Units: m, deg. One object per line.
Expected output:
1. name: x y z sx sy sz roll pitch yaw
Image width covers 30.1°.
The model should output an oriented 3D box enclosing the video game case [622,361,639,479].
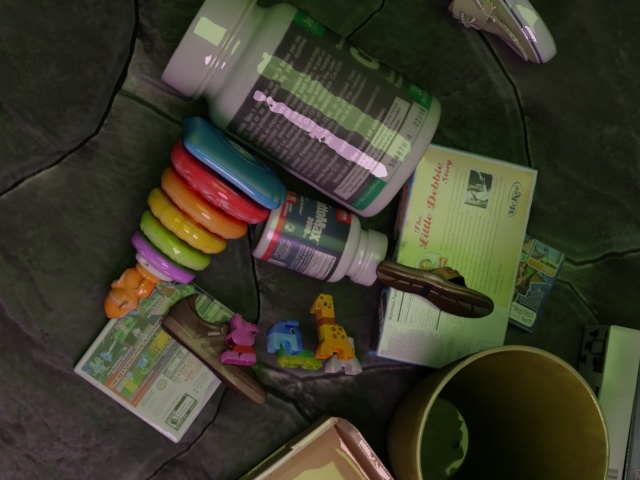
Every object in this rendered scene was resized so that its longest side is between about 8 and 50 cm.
1. video game case: 0.546 0.310 1.847 0.196 0.026 0.274 10 84 -28

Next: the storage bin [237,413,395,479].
1. storage bin: -0.002 0.426 1.695 0.262 0.123 0.260 -36 95 -11

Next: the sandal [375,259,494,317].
1. sandal: 0.167 0.059 1.689 0.180 0.072 0.049 22 62 -5

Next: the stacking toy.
1. stacking toy: -0.199 -0.006 1.643 0.166 0.175 0.302 37 98 -16

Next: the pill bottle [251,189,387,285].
1. pill bottle: 0.000 0.000 1.726 0.180 0.108 0.108 19 83 -11

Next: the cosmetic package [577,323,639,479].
1. cosmetic package: 0.427 0.249 1.813 0.060 0.099 0.239 11 84 -9

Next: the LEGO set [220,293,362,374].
1. LEGO set: -0.024 0.127 1.693 0.227 0.087 0.093 10 62 -33

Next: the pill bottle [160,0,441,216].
1. pill bottle: -0.029 -0.205 1.682 0.361 0.204 0.204 31 81 -10

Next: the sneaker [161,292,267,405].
1. sneaker: -0.135 0.153 1.686 0.188 0.066 0.071 43 75 -9

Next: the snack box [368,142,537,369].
1. snack box: 0.196 0.031 1.755 0.187 0.060 0.321 13 85 -11

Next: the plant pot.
1. plant pot: 0.206 0.283 1.655 0.275 0.293 0.274 2 85 -17

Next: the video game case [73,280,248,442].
1. video game case: -0.221 0.157 1.713 0.183 0.023 0.201 37 81 -8

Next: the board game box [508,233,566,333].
1. board game box: 0.260 0.039 1.818 0.201 0.035 0.136 27 81 -10

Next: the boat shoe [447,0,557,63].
1. boat shoe: 0.235 -0.375 1.814 0.094 0.109 0.302 -41 87 4
